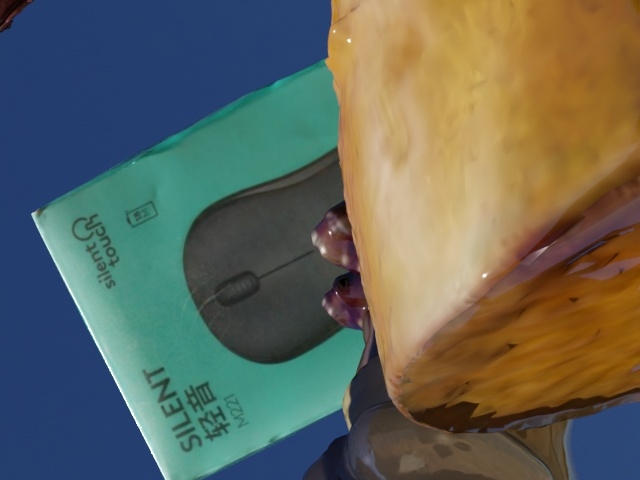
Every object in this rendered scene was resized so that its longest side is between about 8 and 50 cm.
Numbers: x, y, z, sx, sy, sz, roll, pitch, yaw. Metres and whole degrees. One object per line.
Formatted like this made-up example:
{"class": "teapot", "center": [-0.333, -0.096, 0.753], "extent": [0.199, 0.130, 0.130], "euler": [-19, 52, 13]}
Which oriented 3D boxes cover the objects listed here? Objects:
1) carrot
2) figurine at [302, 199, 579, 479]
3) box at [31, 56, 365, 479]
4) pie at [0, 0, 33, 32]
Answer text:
{"class": "carrot", "center": [0.066, -0.104, 0.472], "extent": [0.196, 0.196, 0.254], "euler": [6, -124, -47]}
{"class": "figurine", "center": [0.067, 0.155, 0.766], "extent": [0.206, 0.218, 0.365], "euler": [-23, -117, -23]}
{"class": "box", "center": [0.000, 0.000, 1.257], "extent": [0.205, 0.311, 0.118], "euler": [64, -170, 1]}
{"class": "pie", "center": [-0.157, -0.170, 1.104], "extent": [0.054, 0.204, 0.218], "euler": [42, -91, -12]}
